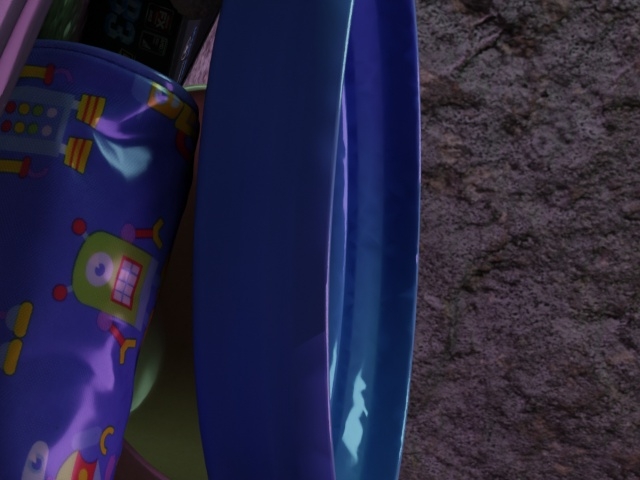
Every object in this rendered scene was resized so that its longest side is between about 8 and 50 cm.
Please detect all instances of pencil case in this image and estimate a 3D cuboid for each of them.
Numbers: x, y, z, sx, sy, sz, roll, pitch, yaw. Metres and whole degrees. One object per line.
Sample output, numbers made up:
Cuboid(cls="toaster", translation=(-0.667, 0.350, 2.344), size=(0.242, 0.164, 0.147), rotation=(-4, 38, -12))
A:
Cuboid(cls="pencil case", translation=(-0.140, 0.058, 0.932), size=(0.119, 0.133, 0.306), rotation=(-6, -111, 49))

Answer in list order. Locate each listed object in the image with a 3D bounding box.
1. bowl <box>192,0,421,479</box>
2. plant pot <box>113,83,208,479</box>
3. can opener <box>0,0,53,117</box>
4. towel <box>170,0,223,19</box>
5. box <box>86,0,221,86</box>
Cuboid(cls="bowl", translation=(0.000, 0.000, 1.100), size=(0.391, 0.077, 0.391), rotation=(2, 90, -80))
Cuboid(cls="plant pot", translation=(-0.112, 0.051, 1.312), size=(0.191, 0.284, 0.284), rotation=(-15, -132, 48))
Cuboid(cls="can opener", translation=(-0.067, -0.101, 0.553), size=(0.076, 0.095, 0.283), rotation=(109, 4, -82))
Cuboid(cls="towel", translation=(-0.050, -0.283, 1.070), size=(0.187, 0.049, 0.282), rotation=(66, 36, -51))
Cuboid(cls="box", translation=(-0.080, -0.269, 1.349), size=(0.293, 0.073, 0.295), rotation=(-69, 178, -48))
